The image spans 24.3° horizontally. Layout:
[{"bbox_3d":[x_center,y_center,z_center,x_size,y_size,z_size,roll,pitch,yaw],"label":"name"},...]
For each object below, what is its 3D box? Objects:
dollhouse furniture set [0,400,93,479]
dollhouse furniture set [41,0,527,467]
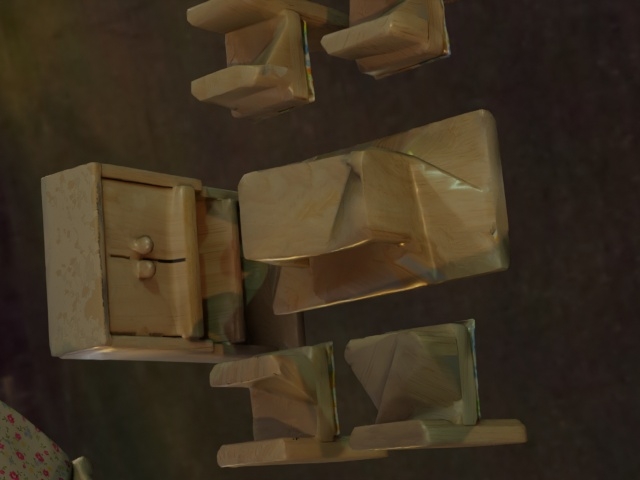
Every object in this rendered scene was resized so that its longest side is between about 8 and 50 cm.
[{"bbox_3d":[-0.132,0.159,0.839,0.303,0.174,0.355,45,-154,-32],"label":"dollhouse furniture set"},{"bbox_3d":[0.000,0.000,1.214,0.394,0.256,0.362,-13,77,39],"label":"dollhouse furniture set"}]
